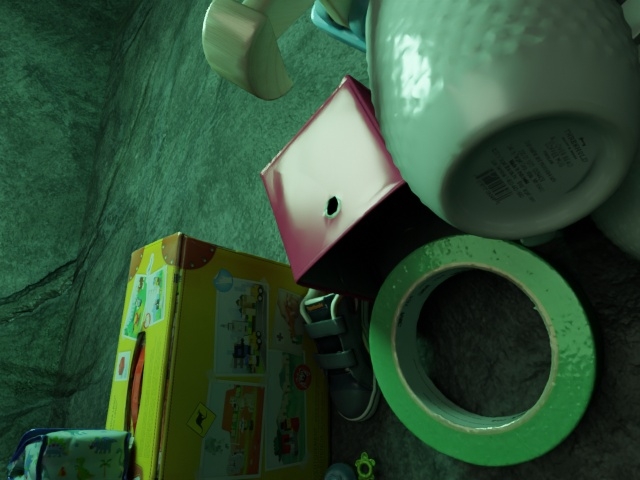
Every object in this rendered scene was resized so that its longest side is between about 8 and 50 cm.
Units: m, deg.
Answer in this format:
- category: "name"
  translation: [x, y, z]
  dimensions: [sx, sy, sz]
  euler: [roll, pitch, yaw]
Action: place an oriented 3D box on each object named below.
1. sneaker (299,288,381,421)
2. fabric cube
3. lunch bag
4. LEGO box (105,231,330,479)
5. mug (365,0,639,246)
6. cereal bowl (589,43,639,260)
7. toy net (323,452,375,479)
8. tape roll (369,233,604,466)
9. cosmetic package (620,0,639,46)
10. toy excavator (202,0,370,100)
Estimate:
- category: "sneaker"
  translation: [0.029, 0.177, 0.884]
  dimensions: [0.126, 0.128, 0.320]
  euler: [-22, 62, 38]
- category: "fabric cube"
  translation: [0.087, -0.074, 0.816]
  dimensions: [0.254, 0.259, 0.258]
  euler: [-43, 49, 28]
- category: "lunch bag"
  translation: [-0.374, 0.330, 0.688]
  dimensions: [0.151, 0.129, 0.096]
  euler: [-30, 55, 39]
- category: "LEGO box"
  translation: [-0.172, 0.282, 0.868]
  dimensions: [0.193, 0.373, 0.499]
  euler: [-18, 63, 41]
- category: "mug"
  translation: [0.219, -0.148, 0.559]
  dimensions: [0.277, 0.374, 0.327]
  euler: [-19, 46, 22]
- category: "cereal bowl"
  translation: [0.422, -0.129, 0.500]
  dimensions: [0.339, 0.141, 0.338]
  euler: [-54, 25, 41]
- category: "toy net"
  translation: [0.077, 0.493, 0.784]
  dimensions: [0.122, 0.045, 0.232]
  euler: [-26, 59, 16]
- category: "tape roll"
  translation: [0.226, 0.152, 0.680]
  dimensions: [0.322, 0.077, 0.320]
  euler: [-5, 82, 37]
- category: "cosmetic package"
  translation: [0.437, -0.276, 0.653]
  dimensions: [0.239, 0.099, 0.060]
  euler: [-45, 46, 24]
- category: "toy excavator"
  translation: [0.051, -0.394, 0.698]
  dimensions: [0.222, 0.445, 0.432]
  euler: [34, 105, 20]
